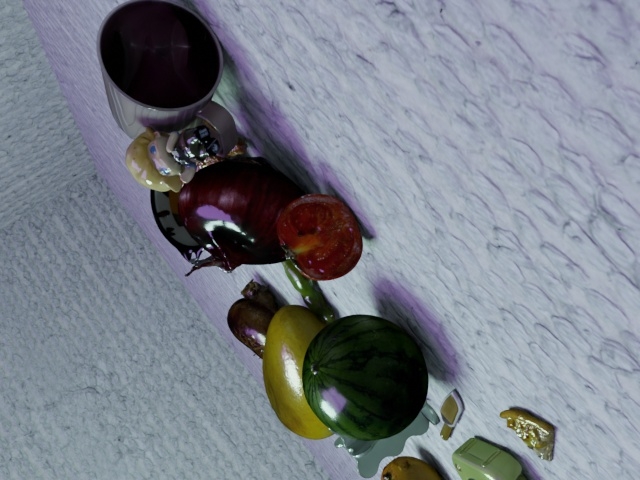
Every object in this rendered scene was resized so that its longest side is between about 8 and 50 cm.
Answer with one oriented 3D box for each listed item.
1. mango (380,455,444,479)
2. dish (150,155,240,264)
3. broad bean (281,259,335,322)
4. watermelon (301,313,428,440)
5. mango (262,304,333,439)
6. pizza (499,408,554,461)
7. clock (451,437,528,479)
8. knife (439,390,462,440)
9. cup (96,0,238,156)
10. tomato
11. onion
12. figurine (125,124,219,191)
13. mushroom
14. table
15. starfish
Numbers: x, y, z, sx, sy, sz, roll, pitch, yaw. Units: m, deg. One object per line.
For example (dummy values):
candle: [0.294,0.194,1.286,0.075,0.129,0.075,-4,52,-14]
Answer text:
mango: [0.249,0.634,1.763,0.156,0.151,0.248,-28,109,32]
dish: [-0.258,-0.107,1.645,0.303,0.120,0.302,0,91,35]
broad bean: [-0.036,0.106,1.683,0.213,0.048,0.070,53,158,-4]
watermelon: [0.082,0.257,1.342,0.242,0.242,0.242,48,161,22]
mango: [-0.036,0.326,1.825,0.301,0.221,0.444,-124,21,-45]
pizza: [0.341,0.318,1.132,0.108,0.026,0.123,56,162,-12]
clock: [0.353,0.488,1.341,0.232,0.069,0.170,57,162,-11]
knife: [0.254,0.354,1.430,0.046,0.022,0.256,51,162,27]
cup: [-0.281,-0.303,1.380,0.289,0.208,0.273,14,168,-12]
tomato: [0.000,0.000,1.263,0.159,0.139,0.091,55,175,11]
onion: [-0.153,-0.025,1.371,0.273,0.285,0.273,16,157,7]
figurine: [-0.269,-0.154,1.306,0.196,0.108,0.114,-6,137,40]
mushroom: [-0.171,0.262,2.134,0.278,0.163,0.297,56,164,-4]
table: [0.127,0.395,1.539,0.166,0.198,0.166,48,161,23]
starfish: [-0.244,-0.197,1.539,0.043,0.227,0.240,9,-114,-56]
